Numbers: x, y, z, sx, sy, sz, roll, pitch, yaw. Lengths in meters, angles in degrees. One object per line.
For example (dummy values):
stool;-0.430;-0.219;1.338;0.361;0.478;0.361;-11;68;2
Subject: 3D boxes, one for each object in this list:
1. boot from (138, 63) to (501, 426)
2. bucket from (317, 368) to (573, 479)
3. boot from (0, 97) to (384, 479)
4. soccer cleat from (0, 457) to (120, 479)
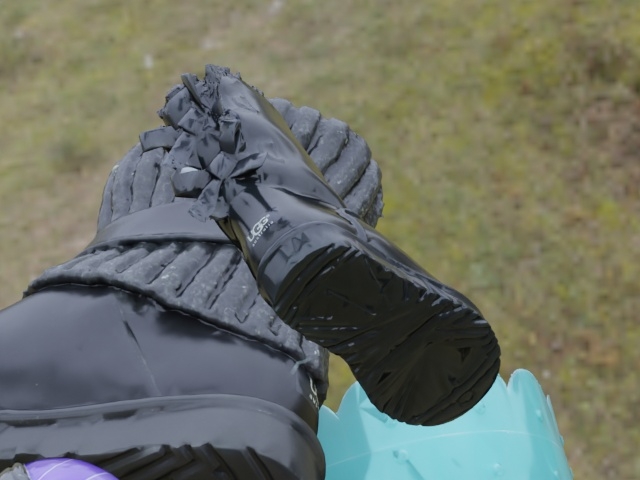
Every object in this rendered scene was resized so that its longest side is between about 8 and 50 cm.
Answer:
boot;0.000;0.001;0.582;0.045;0.121;0.099;-45;46;8
bucket;0.048;0.217;1.140;0.281;0.183;0.281;-15;-28;-8
boot;-0.144;0.046;0.984;0.348;0.131;0.260;1;47;6
soccer cleat;-0.021;0.156;0.662;0.116;0.318;0.108;-29;49;-3
